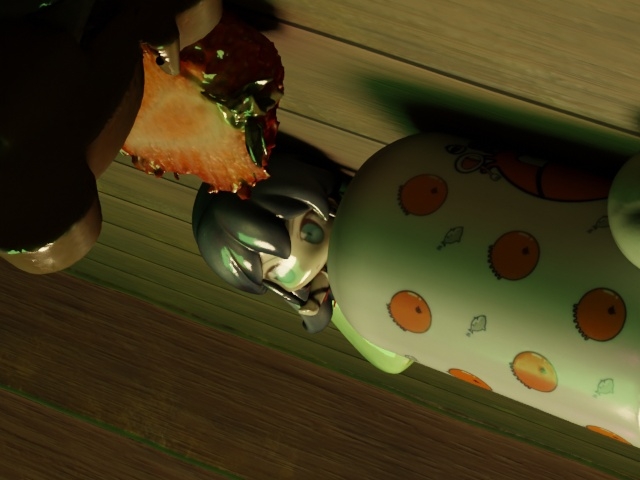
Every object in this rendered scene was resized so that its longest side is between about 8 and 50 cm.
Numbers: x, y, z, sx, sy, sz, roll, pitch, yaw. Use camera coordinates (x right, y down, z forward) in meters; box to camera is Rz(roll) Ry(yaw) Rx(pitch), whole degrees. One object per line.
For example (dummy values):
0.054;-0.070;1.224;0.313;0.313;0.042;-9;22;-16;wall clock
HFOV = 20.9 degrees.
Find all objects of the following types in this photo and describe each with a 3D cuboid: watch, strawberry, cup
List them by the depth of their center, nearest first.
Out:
-0.253;-0.192;1.111;0.314;0.335;0.327;23;153;28;watch
-0.096;-0.133;1.480;0.236;0.107;0.175;21;143;44;strawberry
0.176;0.033;1.504;0.317;0.212;0.212;18;169;26;cup

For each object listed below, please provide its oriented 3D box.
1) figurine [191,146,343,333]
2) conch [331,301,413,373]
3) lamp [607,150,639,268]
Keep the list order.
-0.015;0.001;1.890;0.197;0.175;0.265;18;163;50;figurine
0.049;0.062;2.217;0.251;0.143;0.137;34;129;4;conch
0.269;-0.023;1.316;0.105;0.105;0.105;21;170;4;lamp
